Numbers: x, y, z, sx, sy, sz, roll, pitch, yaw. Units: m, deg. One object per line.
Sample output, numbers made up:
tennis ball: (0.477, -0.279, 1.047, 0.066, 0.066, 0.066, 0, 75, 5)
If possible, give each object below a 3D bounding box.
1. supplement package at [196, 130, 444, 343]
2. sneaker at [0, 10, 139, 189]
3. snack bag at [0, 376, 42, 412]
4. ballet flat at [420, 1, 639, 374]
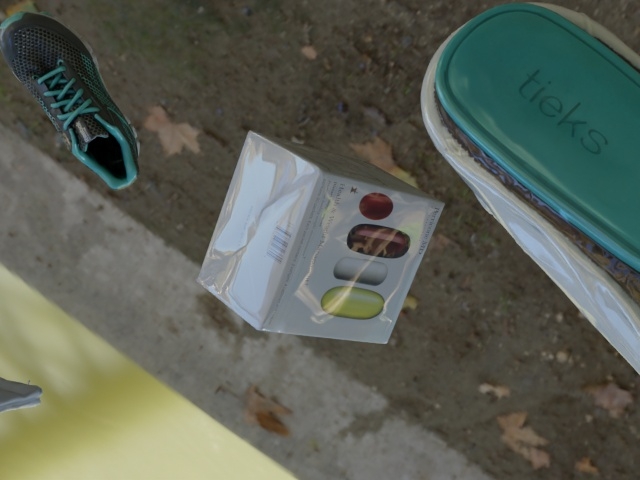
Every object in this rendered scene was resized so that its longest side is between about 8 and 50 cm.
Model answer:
supplement package: (0.000, 0.000, 1.143, 0.149, 0.203, 0.194, 33, 107, 46)
sneaker: (-0.190, -0.107, 0.767, 0.065, 0.076, 0.166, -35, 127, 0)
snack bag: (-0.447, 0.119, 0.801, 0.323, 0.342, 0.037, 13, 91, 8)
ballet flat: (0.201, 0.041, 0.455, 0.400, 0.139, 0.139, 49, 139, 24)
